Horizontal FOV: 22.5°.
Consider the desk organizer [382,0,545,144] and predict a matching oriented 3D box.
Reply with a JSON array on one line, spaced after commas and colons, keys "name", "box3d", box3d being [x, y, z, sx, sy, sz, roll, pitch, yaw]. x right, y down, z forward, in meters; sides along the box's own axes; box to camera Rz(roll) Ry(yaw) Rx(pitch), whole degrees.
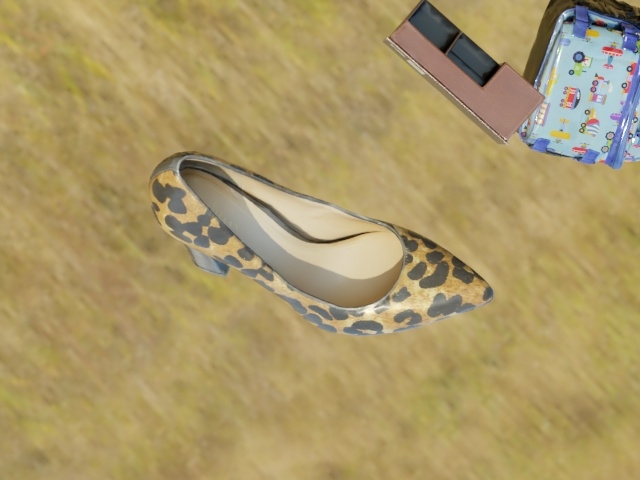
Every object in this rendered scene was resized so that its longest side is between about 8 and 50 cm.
[{"name": "desk organizer", "box3d": [0.116, -0.138, 1.304, 0.050, 0.130, 0.047, -49, -176, 2]}]

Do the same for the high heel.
[{"name": "high heel", "box3d": [0.000, 0.000, 1.224, 0.186, 0.261, 0.093, 69, 33, -67]}]

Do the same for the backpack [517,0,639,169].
[{"name": "backpack", "box3d": [0.281, -0.142, 1.513, 0.117, 0.173, 0.158, -92, -160, -67]}]
